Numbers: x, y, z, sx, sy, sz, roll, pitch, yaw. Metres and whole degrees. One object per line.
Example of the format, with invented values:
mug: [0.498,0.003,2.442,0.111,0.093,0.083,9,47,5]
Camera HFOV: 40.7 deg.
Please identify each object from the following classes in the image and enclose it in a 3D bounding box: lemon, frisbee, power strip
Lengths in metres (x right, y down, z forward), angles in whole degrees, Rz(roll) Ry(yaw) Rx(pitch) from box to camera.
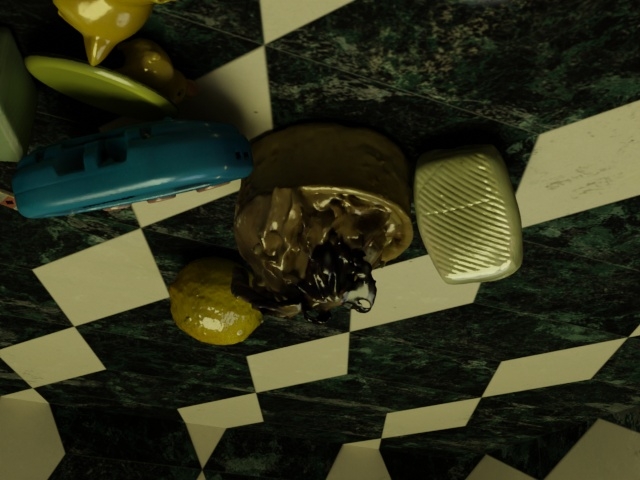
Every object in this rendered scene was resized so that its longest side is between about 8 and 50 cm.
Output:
lemon: [-0.227,0.133,1.897,0.231,0.192,0.192,23,147,-23]
frisbee: [-0.323,-0.222,1.278,0.236,0.017,0.236,16,173,2]
power strip: [-0.511,-0.202,1.294,0.140,0.139,0.224,1,154,-2]

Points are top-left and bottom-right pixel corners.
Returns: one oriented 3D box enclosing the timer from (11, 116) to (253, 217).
timer: [-0.287,-0.114,1.353,0.340,0.115,0.309,-11,-176,13]

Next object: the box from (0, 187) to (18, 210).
box: [-0.610,-0.081,1.686,0.083,0.012,0.046,24,144,-36]

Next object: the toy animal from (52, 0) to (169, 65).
toy animal: [-0.229,-0.324,1.032,0.156,0.156,0.230,17,151,-29]

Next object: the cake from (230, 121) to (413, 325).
cake: [0.004,0.004,1.484,0.332,0.321,0.332,3,153,2]

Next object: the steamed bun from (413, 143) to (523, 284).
steamed bun: [0.259,-0.051,1.490,0.170,0.238,0.152,-12,-169,20]

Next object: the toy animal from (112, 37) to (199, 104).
toy animal: [-0.230,-0.240,1.288,0.083,0.070,0.159,1,163,28]
